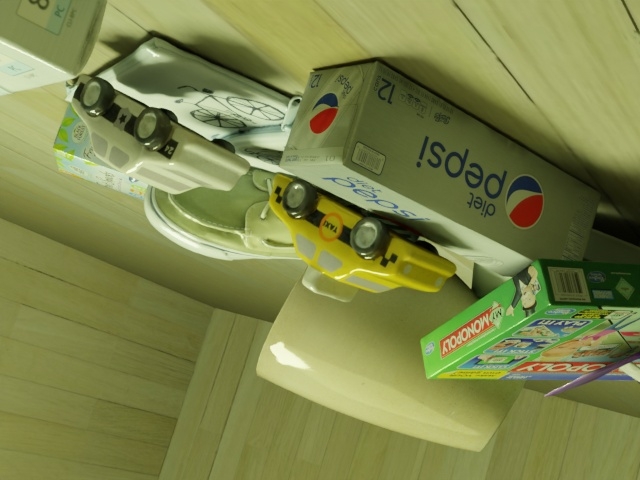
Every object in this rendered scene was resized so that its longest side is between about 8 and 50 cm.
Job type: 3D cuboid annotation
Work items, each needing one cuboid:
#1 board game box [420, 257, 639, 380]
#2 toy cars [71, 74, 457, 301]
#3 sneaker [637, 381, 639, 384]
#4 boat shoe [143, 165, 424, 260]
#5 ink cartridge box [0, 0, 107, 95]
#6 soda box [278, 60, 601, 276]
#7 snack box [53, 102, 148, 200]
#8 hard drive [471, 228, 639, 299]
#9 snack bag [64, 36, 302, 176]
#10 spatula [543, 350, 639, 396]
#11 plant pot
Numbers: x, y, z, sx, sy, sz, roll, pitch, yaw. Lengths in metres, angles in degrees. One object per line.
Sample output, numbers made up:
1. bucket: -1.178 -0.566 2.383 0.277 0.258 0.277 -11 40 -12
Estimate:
1. board game box: 0.287 0.084 0.962 0.317 0.046 0.213 3 154 -23
2. toy cars: -0.068 -0.035 0.918 0.393 0.087 0.176 27 -176 -1
3. sneaker: 0.588 0.217 1.514 0.124 0.107 0.283 32 164 -34
4. boat shoe: -0.033 -0.032 1.052 0.302 0.109 0.094 10 157 -10
5. ink cartridge box: -0.407 -0.230 0.792 0.385 0.091 0.308 23 169 -35
6. soda box: 0.111 -0.051 0.866 0.286 0.091 0.098 24 169 -34
7. snack box: -0.235 -0.097 1.292 0.207 0.070 0.174 21 171 -9
8. hard drive: 0.272 0.059 1.130 0.203 0.040 0.307 23 162 15
9. snack bag: -0.082 -0.109 1.053 0.342 0.037 0.323 22 170 -26
10. spatula: 0.348 0.141 1.010 0.296 0.030 0.084 7 150 -31
11. plant pot: 0.107 0.126 1.199 0.274 0.256 0.256 31 173 10
